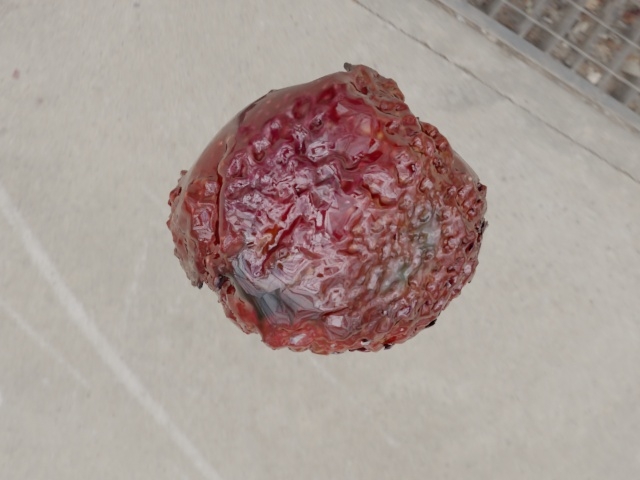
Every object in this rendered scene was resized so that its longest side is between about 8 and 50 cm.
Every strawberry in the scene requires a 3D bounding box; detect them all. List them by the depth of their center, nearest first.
[{"bbox_3d":[0.000,0.000,1.186,0.274,0.220,0.274,6,139,5],"label":"strawberry"}]
